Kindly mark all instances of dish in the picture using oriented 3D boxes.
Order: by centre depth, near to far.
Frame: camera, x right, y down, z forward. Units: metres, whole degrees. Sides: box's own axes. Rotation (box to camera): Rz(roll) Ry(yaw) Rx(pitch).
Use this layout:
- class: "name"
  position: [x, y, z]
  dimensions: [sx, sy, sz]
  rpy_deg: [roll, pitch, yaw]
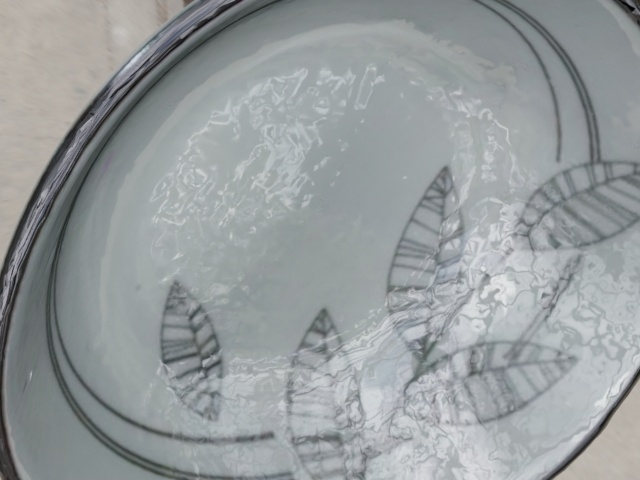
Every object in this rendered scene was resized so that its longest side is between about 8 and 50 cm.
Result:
- class: "dish"
  position: [0.000, 0.000, 0.741]
  dimensions: [0.316, 0.106, 0.316]
  rpy_deg: [-15, 128, -19]
